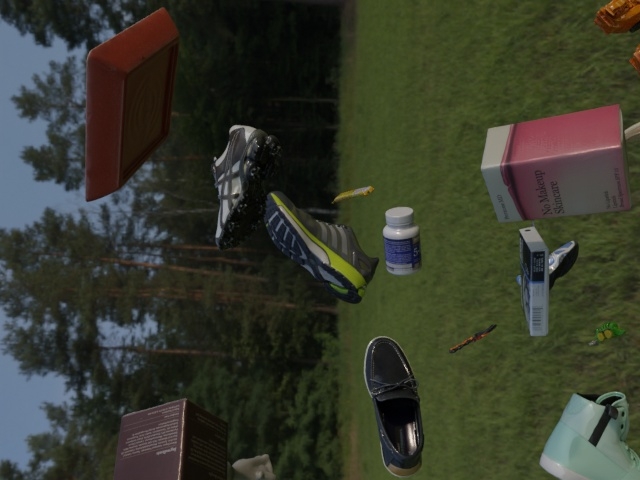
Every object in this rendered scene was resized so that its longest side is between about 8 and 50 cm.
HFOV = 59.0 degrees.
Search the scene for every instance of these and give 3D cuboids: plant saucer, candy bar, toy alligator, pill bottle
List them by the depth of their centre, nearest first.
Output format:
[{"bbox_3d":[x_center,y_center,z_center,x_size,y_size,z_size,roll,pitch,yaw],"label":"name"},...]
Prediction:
[{"bbox_3d":[-0.302,-0.222,0.939,0.259,0.047,0.259,-73,2,-53],"label":"plant saucer"},{"bbox_3d":[0.085,-0.122,1.507,0.161,0.040,0.018,-7,118,57],"label":"candy bar"},{"bbox_3d":[0.246,0.000,1.711,0.112,0.111,0.187,-81,-16,-67],"label":"pill bottle"},{"bbox_3d":[0.970,0.315,1.936,0.190,0.056,0.052,115,141,-65],"label":"toy alligator"}]

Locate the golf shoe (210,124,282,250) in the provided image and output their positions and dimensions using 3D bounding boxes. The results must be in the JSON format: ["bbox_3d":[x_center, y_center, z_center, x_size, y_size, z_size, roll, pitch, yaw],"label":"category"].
[{"bbox_3d":[-0.127,-0.081,0.868,0.077,0.093,0.198,-5,-56,-55],"label":"golf shoe"}]

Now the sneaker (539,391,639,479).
[{"bbox_3d":[0.478,0.323,0.873,0.094,0.255,0.151,-156,88,-77],"label":"sneaker"}]

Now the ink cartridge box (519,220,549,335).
[{"bbox_3d":[0.492,0.082,1.317,0.208,0.045,0.207,-58,-37,-68],"label":"ink cartridge box"}]

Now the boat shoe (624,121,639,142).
[{"bbox_3d":[0.802,-0.259,1.333,0.063,0.169,0.059,15,-120,-60],"label":"boat shoe"}]

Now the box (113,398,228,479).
[{"bbox_3d":[-0.302,0.461,1.157,0.168,0.166,0.203,54,-156,-47],"label":"box"}]

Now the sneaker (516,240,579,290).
[{"bbox_3d":[0.637,0.068,1.579,0.081,0.211,0.080,37,160,47],"label":"sneaker"}]

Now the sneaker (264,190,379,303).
[{"bbox_3d":[0.000,0.000,1.226,0.121,0.300,0.111,-47,2,-34],"label":"sneaker"}]

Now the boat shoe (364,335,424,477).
[{"bbox_3d":[0.260,0.547,1.960,0.156,0.186,0.501,93,174,-52],"label":"boat shoe"}]

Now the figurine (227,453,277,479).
[{"bbox_3d":[-0.249,0.588,1.397,0.209,0.214,0.093,26,-132,-50],"label":"figurine"}]

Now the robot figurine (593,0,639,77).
[{"bbox_3d":[0.655,-0.429,0.990,0.211,0.291,0.085,58,-171,15],"label":"robot figurine"}]

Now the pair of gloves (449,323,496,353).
[{"bbox_3d":[0.258,0.166,0.960,0.074,0.083,0.010,-13,-111,-51],"label":"pair of gloves"}]

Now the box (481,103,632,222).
[{"bbox_3d":[0.432,-0.134,1.037,0.149,0.232,0.127,57,-140,-36],"label":"box"}]
